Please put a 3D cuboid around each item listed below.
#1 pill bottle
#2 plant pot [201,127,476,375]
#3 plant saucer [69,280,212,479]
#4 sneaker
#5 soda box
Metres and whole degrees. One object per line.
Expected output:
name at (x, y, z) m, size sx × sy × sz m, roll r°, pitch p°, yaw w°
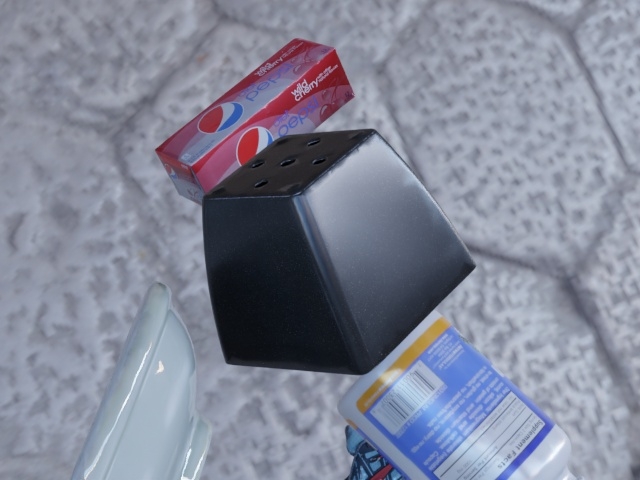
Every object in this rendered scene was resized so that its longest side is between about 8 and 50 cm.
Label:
pill bottle at (0.162, 0.214, 1.479) m, size 0.272 × 0.152 × 0.152 m, roll 44°, pitch 48°, yaw 7°
plant pot at (0.000, 0.000, 1.315) m, size 0.187 × 0.188 × 0.167 m, roll -41°, pitch 119°, yaw -38°
plant saucer at (-0.176, 0.236, 1.219) m, size 0.100 × 0.400 × 0.400 m, roll 23°, pitch 55°, yaw -5°
sneaker at (0.087, 0.249, 1.675) m, size 0.125 × 0.104 × 0.262 m, roll 42°, pitch 90°, yaw 5°
soda box at (-0.083, -0.156, 1.873) m, size 0.263 × 0.092 × 0.083 m, roll -42°, pitch 128°, yaw -21°
